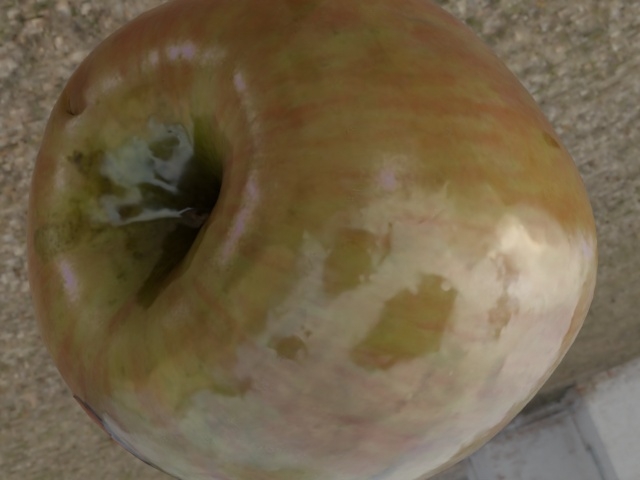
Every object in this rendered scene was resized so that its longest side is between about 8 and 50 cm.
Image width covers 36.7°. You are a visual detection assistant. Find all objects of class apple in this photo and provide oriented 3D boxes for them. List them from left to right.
[{"bbox_3d":[0.000,0.000,0.712,0.391,0.391,0.346,-32,153,32],"label":"apple"}]
